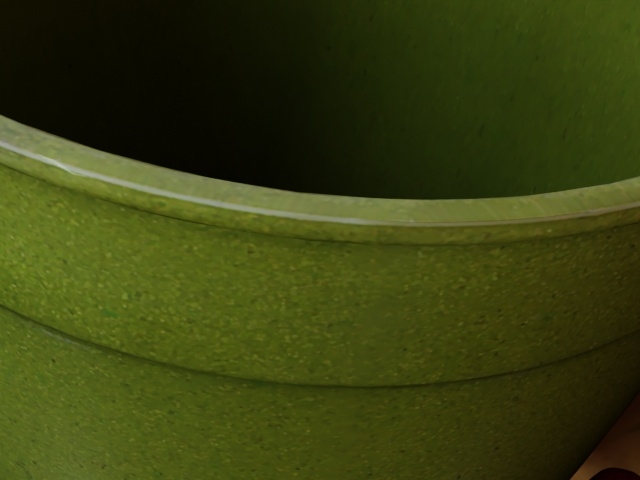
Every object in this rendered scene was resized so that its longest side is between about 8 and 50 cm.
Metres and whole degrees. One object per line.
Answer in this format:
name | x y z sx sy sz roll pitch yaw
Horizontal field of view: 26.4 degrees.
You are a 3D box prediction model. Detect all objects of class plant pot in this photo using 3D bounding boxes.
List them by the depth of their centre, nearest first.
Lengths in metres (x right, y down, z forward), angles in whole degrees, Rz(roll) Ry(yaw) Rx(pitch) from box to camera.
plant pot | -0.020 0.003 0.558 0.366 0.366 0.353 49 144 36

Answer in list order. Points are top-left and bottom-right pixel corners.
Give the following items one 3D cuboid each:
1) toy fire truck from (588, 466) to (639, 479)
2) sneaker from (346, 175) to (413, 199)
toy fire truck | 0.212 0.197 0.496 0.302 0.169 0.254 22 146 54
sneaker | 0.000 0.000 0.796 0.208 0.081 0.094 9 114 57
